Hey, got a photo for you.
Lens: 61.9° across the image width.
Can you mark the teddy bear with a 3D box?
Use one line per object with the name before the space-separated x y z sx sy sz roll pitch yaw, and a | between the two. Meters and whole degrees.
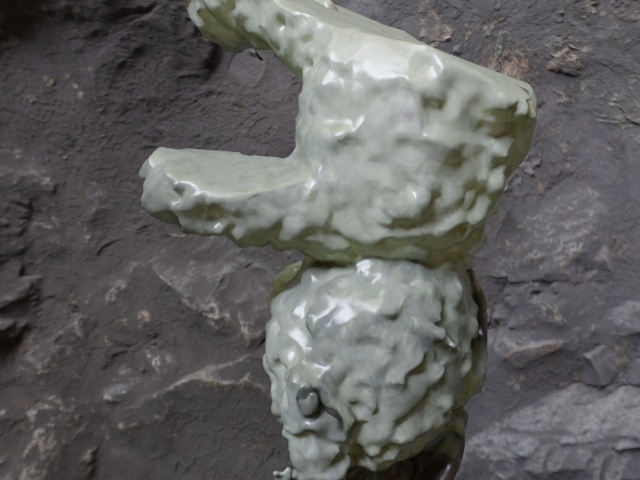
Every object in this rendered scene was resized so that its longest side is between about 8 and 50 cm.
teddy bear | 0.000 0.000 0.456 0.375 0.327 0.362 40 119 37
